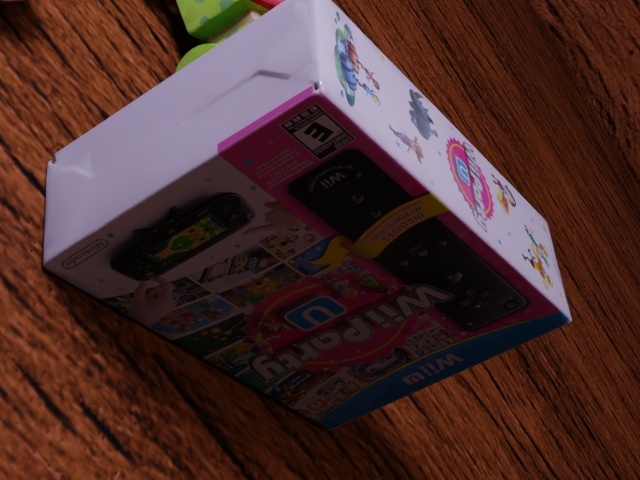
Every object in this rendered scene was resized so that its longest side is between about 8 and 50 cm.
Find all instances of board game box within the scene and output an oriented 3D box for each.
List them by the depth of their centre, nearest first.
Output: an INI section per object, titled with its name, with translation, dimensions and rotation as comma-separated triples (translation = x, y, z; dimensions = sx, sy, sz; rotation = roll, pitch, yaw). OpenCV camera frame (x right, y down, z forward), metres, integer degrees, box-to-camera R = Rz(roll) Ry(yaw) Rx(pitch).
[board game box]
translation = 0.000, 0.000, 0.801
dimensions = 0.303, 0.224, 0.097
rotation = 36, 35, -42

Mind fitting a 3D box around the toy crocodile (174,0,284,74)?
[toy crocodile]
translation = -0.075, -0.195, 0.987
dimensions = 0.115, 0.105, 0.340
rotation = -3, 69, -63
